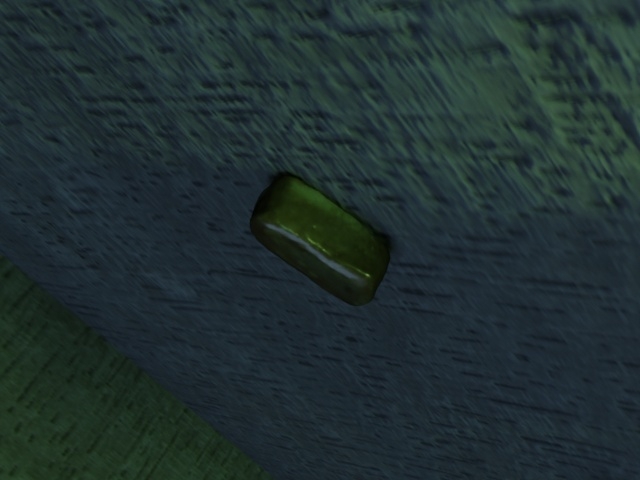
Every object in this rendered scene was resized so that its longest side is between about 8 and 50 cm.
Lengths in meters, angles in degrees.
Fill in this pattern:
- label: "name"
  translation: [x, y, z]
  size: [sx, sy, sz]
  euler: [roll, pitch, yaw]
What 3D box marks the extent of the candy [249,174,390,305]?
- label: "candy"
  translation: [0.000, 0.000, 1.557]
  size: [0.234, 0.104, 0.102]
  euler: [33, 149, -10]
